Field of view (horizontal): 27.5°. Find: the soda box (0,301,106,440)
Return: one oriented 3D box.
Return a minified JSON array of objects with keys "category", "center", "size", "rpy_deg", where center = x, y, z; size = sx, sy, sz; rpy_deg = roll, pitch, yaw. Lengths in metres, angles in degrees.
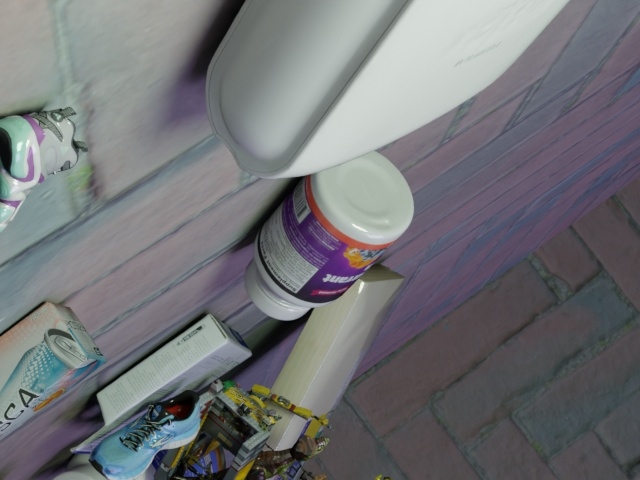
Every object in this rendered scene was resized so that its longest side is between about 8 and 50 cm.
[{"category":"soda box","center":[-0.273,0.129,1.086],"size":[0.183,0.063,0.058],"rpy_deg":[-37,170,2]}]

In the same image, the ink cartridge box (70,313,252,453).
[{"category":"ink cartridge box","center":[-0.197,0.179,1.598],"size":[0.224,0.045,0.223],"rpy_deg":[-36,170,-3]}]

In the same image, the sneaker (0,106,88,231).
[{"category":"sneaker","center":[-0.166,-0.042,0.757],"size":[0.069,0.038,0.098],"rpy_deg":[-27,166,-41]}]

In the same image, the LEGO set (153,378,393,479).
[{"category":"LEGO set","center":[-0.042,0.286,1.679],"size":[0.255,0.331,0.192],"rpy_deg":[-18,144,-49]}]

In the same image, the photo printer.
[{"category":"photo printer","center":[0.072,-0.164,0.809],"size":[0.256,0.107,0.307],"rpy_deg":[-28,167,-38]}]

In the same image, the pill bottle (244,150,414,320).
[{"category":"pill bottle","center":[0.000,0.000,1.290],"size":[0.108,0.108,0.193],"rpy_deg":[-27,166,-42]}]

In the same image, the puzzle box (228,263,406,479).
[{"category":"puzzle box","center":[-0.016,0.223,1.953],"size":[0.408,0.052,0.272],"rpy_deg":[-62,166,7]}]

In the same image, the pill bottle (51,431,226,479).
[{"category":"pill bottle","center":[-0.257,0.335,1.795],"size":[0.152,0.152,0.272],"rpy_deg":[-41,168,23]}]

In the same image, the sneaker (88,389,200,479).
[{"category":"sneaker","center":[-0.202,0.218,1.512],"size":[0.162,0.063,0.073],"rpy_deg":[-31,151,-44]}]
